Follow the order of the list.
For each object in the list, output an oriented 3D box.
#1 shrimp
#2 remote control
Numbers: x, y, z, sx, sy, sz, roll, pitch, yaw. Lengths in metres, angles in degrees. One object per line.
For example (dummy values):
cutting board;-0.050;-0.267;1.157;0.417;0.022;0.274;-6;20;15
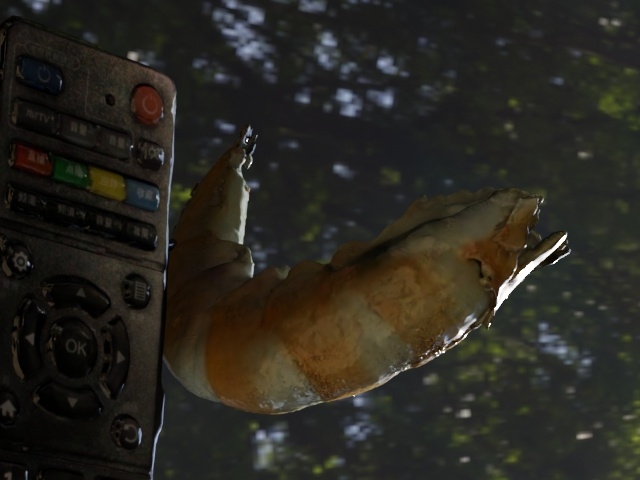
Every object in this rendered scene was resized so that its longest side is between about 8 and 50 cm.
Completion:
shrimp;-0.011;0.022;1.083;0.185;0.068;0.287;-45;-149;-22
remote control;-0.141;0.089;0.984;0.062;0.144;0.398;-14;-113;43
